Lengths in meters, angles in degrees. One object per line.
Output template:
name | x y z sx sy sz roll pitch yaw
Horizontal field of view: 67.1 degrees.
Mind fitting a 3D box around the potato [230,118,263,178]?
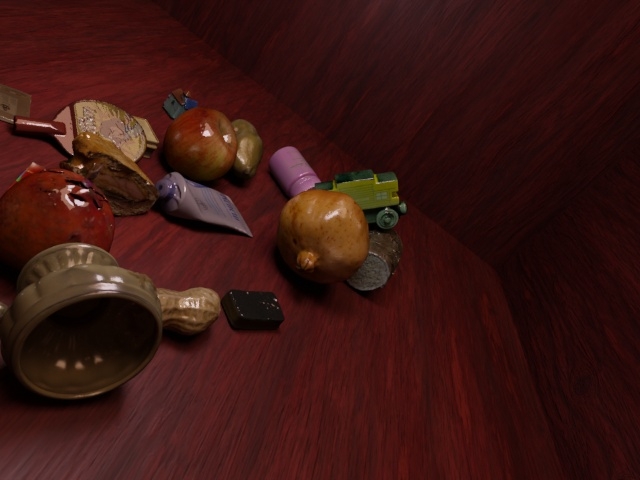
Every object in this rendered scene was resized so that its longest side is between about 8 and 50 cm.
potato | -0.356 -0.399 2.169 0.202 0.218 0.351 -9 46 -7

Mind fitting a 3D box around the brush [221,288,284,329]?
brush | -0.211 0.220 1.547 0.197 0.059 0.123 11 40 -46

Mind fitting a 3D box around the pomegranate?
pomegranate | 0.000 0.000 1.848 0.409 0.410 0.410 31 27 -18

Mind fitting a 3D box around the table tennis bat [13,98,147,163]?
table tennis bat | -0.790 -0.360 1.620 0.414 0.051 0.268 0 70 -41

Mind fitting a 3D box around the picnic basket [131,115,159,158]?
picnic basket | -0.701 -0.397 1.836 0.115 0.079 0.164 5 42 -48

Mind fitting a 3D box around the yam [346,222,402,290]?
yam | 0.235 0.072 2.192 0.241 0.241 0.348 40 29 -1

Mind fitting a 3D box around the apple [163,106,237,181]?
apple | -0.484 -0.374 1.919 0.301 0.302 0.302 31 27 -18

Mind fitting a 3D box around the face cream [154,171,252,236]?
face cream | -0.433 -0.133 1.781 0.235 0.137 0.420 53 17 28

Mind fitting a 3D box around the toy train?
toy train | 0.169 -0.178 2.186 0.441 0.273 0.179 -8 26 2

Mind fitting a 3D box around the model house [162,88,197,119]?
model house | -0.630 -0.634 2.224 0.119 0.149 0.148 -2 51 -56

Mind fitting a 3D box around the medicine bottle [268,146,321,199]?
medicine bottle | -0.115 -0.304 2.361 0.178 0.178 0.291 3 44 -51

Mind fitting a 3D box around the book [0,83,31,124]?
book | -1.016 -0.443 1.560 0.138 0.016 0.199 18 34 -39

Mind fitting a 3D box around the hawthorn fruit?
hawthorn fruit | -0.626 -0.064 1.174 0.276 0.308 0.276 33 13 -9

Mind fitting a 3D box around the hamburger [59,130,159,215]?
hamburger | -0.662 -0.209 1.476 0.209 0.162 0.330 43 3 25

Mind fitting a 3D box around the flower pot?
flower pot | -0.505 0.150 1.027 0.307 0.308 0.244 12 24 -44

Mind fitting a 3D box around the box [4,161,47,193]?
box | -0.789 -0.138 1.348 0.112 0.048 0.175 28 29 -23

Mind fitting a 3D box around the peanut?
peanut | -0.392 0.193 1.285 0.298 0.120 0.136 5 38 -47

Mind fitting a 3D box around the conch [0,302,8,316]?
conch | -0.781 0.098 0.869 0.385 0.169 0.203 19 59 -34
